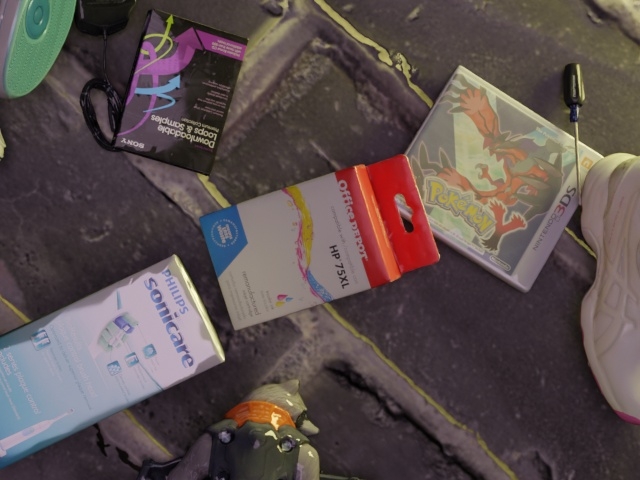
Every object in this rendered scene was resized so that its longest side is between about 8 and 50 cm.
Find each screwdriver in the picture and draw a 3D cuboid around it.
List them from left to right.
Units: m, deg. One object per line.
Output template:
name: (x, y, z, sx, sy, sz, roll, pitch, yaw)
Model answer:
screwdriver: (0.286, -0.121, 1.751, 0.025, 0.024, 0.170, 12, 71, -22)

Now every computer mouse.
computer mouse: (-0.243, -0.220, 1.737, 0.071, 0.041, 0.242, -3, 94, -22)

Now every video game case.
video game case: (0.193, -0.069, 1.751, 0.201, 0.023, 0.183, 32, 80, -4)

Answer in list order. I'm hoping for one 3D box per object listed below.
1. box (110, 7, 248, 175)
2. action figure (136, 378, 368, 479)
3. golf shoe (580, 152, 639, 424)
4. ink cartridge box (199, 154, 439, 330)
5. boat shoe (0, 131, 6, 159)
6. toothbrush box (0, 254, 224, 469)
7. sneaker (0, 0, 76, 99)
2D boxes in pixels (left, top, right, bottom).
box: (-0.157, -0.164, 1.730, 0.116, 0.029, 0.162, 15, 89, -15)
action figure: (-0.027, 0.300, 1.645, 0.341, 0.178, 0.330, 1, 59, -6)
golf shoe: (0.362, 0.053, 1.705, 0.115, 0.140, 0.306, -5, 90, -30)
ink cartridge box: (0.000, 0.000, 1.695, 0.231, 0.078, 0.134, -18, 90, 12)
boat shoe: (-0.383, -0.194, 1.699, 0.076, 0.083, 0.226, -23, 90, -3)
toothbrush box: (-0.256, 0.131, 1.634, 0.295, 0.216, 0.126, -25, 91, -3)
sneaker: (-0.369, -0.311, 1.666, 0.208, 0.127, 0.319, 9, 76, 13)
